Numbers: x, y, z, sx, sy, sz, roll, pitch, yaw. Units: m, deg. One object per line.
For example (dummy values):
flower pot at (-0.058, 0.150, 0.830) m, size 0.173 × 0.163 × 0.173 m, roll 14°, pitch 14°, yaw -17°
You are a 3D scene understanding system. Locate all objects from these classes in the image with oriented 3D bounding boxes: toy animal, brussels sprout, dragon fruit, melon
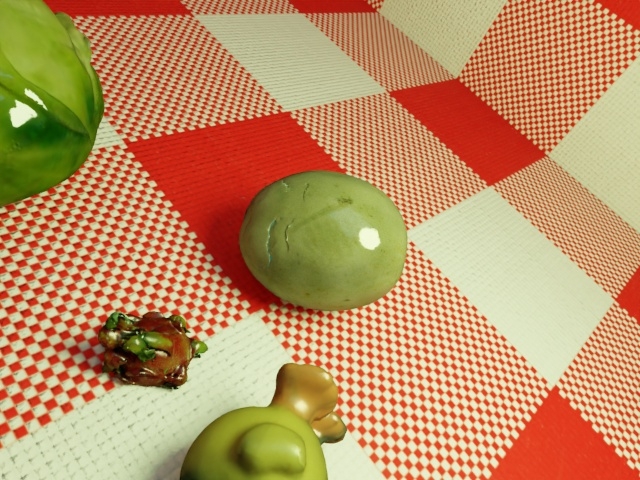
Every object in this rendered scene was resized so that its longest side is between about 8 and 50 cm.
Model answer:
toy animal at (-0.094, 0.335, 0.644) m, size 0.191 × 0.216 × 0.338 m, roll 10°, pitch 43°, yaw 18°
brussels sprout at (-0.557, -0.237, 0.797) m, size 0.361 × 0.343 × 0.425 m, roll 37°, pitch 44°, yaw 9°
dragon fruit at (-0.271, 0.170, 0.763) m, size 0.142 × 0.175 × 0.138 m, roll -43°, pitch 65°, yaw -15°
melon at (0.000, 0.000, 0.943) m, size 0.329 × 0.269 × 0.269 m, roll 7°, pitch 44°, yaw 7°
